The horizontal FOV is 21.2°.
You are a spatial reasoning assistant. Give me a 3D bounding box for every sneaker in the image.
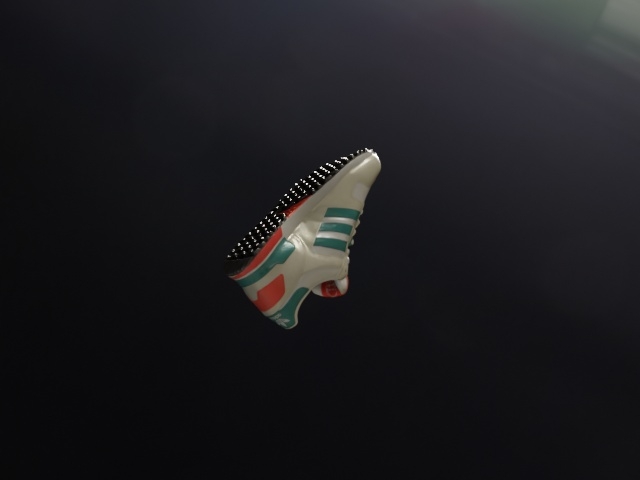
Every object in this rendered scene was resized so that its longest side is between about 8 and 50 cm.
[{"bbox_3d":[0.000,0.000,1.261,0.161,0.057,0.075,-45,-74,-35],"label":"sneaker"}]
